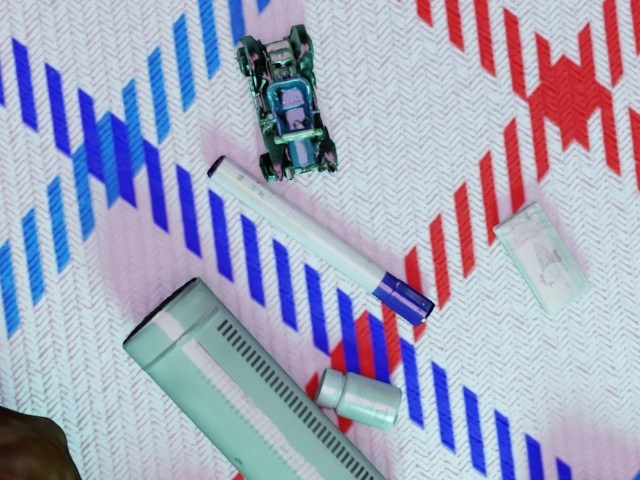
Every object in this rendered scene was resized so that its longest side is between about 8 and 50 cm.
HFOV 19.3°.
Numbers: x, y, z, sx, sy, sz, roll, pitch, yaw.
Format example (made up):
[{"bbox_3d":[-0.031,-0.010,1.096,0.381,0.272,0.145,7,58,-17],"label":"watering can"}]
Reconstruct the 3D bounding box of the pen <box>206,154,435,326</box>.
[{"bbox_3d":[0.000,0.000,1.919,0.269,0.033,0.033,35,90,-5],"label":"pen"}]

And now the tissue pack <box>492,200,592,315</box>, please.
[{"bbox_3d":[0.229,0.018,1.941,0.056,0.023,0.108,-34,95,-2],"label":"tissue pack"}]

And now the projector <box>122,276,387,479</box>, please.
[{"bbox_3d":[-0.050,0.190,1.888,0.108,0.108,0.337,-43,95,-1],"label":"projector"}]

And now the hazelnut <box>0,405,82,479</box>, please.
[{"bbox_3d":[-0.383,0.321,1.720,0.353,0.421,0.420,29,91,0],"label":"hazelnut"}]

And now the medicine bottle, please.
[{"bbox_3d":[0.039,0.161,1.923,0.083,0.047,0.047,18,92,-4],"label":"medicine bottle"}]

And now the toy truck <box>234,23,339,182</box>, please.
[{"bbox_3d":[-0.033,-0.136,1.888,0.080,0.078,0.154,-13,93,-5],"label":"toy truck"}]
